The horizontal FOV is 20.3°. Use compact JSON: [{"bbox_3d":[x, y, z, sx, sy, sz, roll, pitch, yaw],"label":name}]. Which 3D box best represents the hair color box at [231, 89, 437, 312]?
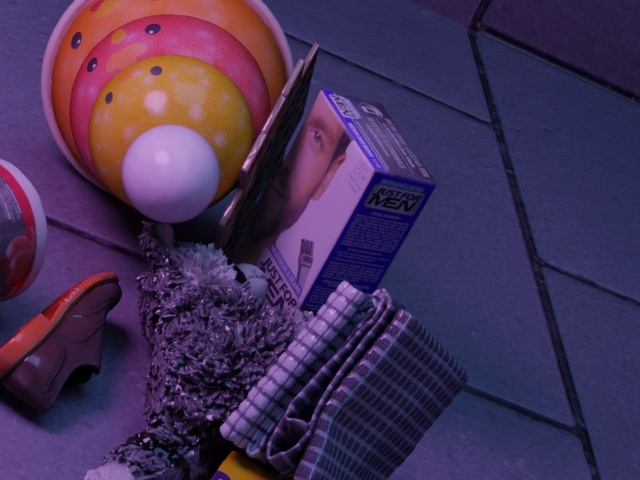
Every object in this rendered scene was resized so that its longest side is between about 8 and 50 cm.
[{"bbox_3d":[0.000,0.000,2.293,0.110,0.339,0.185,12,31,-34],"label":"hair color box"}]

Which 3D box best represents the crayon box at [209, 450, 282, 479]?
[{"bbox_3d":[-0.034,0.403,1.794,0.313,0.106,0.363,32,25,4],"label":"crayon box"}]

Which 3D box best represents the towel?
[{"bbox_3d":[0.042,0.186,2.006,0.121,0.235,0.284,39,-3,25],"label":"towel"}]

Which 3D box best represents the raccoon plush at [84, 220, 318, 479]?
[{"bbox_3d":[-0.187,0.128,2.051,0.299,0.216,0.446,32,25,25],"label":"raccoon plush"}]

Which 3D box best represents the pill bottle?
[{"bbox_3d":[-0.470,0.007,1.988,0.176,0.176,0.318,40,28,22],"label":"pill bottle"}]

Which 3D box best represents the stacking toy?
[{"bbox_3d":[-0.185,-0.146,2.279,0.350,0.351,0.480,22,16,-15],"label":"stacking toy"}]

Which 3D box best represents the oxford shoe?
[{"bbox_3d":[-0.295,0.121,2.087,0.098,0.097,0.271,50,30,-3],"label":"oxford shoe"}]

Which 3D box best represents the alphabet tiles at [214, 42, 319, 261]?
[{"bbox_3d":[-0.075,-0.099,2.373,0.011,0.342,0.285,26,69,4],"label":"alphabet tiles"}]
